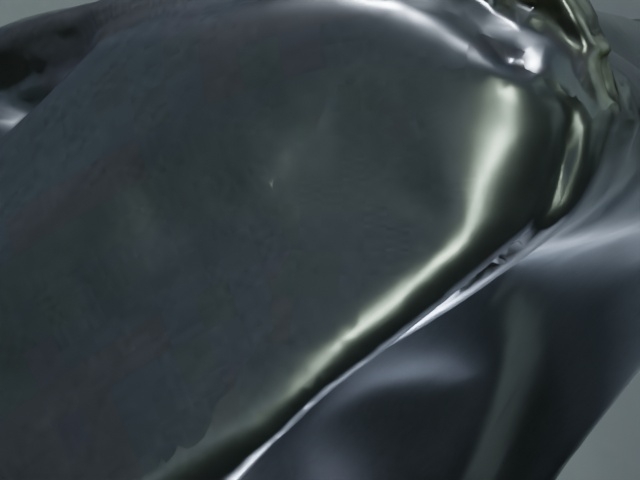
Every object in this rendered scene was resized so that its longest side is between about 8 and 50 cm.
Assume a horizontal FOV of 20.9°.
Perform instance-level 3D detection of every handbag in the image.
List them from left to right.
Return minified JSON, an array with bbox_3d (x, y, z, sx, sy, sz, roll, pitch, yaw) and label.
[{"bbox_3d":[-0.003,-0.001,0.528,0.178,0.275,0.302,42,-158,19],"label":"handbag"}]
